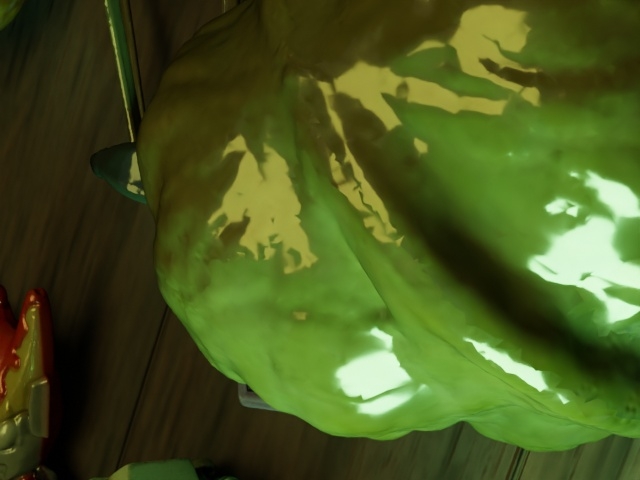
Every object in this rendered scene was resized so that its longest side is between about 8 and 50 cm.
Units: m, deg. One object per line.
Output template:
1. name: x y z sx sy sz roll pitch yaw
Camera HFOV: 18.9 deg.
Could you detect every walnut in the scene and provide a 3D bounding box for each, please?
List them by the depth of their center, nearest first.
1. walnut: 0.079 -0.040 0.821 0.282 0.277 0.253 -8 75 42

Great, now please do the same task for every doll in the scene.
1. doll: -0.182 0.109 1.168 0.109 0.057 0.169 1 105 55

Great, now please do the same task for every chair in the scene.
1. chair: -0.092 -0.116 1.072 0.095 0.104 0.221 -27 68 62

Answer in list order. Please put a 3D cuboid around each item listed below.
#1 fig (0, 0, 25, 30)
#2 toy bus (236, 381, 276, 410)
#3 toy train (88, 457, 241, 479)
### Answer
1. fig: -0.294 -0.171 1.125 0.159 0.257 0.159 19 117 44
2. toy bus: 0.000 0.000 1.001 0.098 0.087 0.178 -1 93 44
3. toy train: -0.125 0.187 1.080 0.194 0.125 0.081 -39 65 31
